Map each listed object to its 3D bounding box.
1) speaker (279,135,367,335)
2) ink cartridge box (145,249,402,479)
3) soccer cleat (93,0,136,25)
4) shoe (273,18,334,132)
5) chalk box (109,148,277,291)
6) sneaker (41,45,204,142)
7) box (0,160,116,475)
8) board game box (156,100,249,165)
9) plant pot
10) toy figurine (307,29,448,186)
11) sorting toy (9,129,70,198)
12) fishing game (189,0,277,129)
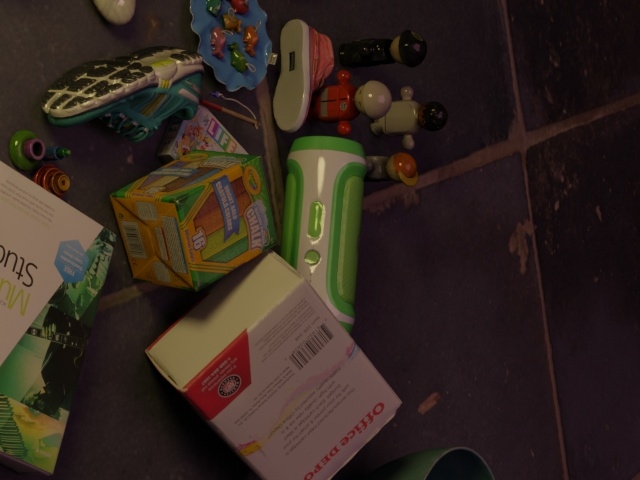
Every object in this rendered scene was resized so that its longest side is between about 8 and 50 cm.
[{"bbox_3d":[0.000,0.000,2.296,0.131,0.131,0.296,18,74,-53],"label":"speaker"},{"bbox_3d":[-0.060,0.192,2.121,0.226,0.131,0.306,-43,131,-9],"label":"ink cartridge box"},{"bbox_3d":[-0.266,-0.370,1.967,0.068,0.076,0.196,-26,116,-42],"label":"soccer cleat"},{"bbox_3d":[-0.021,-0.242,2.332,0.081,0.063,0.178,19,68,-48],"label":"shoe"},{"bbox_3d":[-0.149,-0.039,2.047,0.213,0.132,0.132,-32,119,-41],"label":"chalk box"},{"bbox_3d":[-0.243,-0.178,1.987,0.275,0.107,0.110,-22,119,-50],"label":"sneaker"},{"bbox_3d":[-0.369,0.093,1.824,0.232,0.058,0.322,36,60,-48],"label":"box"},{"bbox_3d":[-0.161,-0.117,2.157,0.154,0.026,0.103,47,51,-43],"label":"board game box"},{"bbox_3d":[0.132,0.462,2.394,0.290,0.195,0.290,4,86,-55],"label":"plant pot"},{"bbox_3d":[0.100,-0.206,2.429,0.213,0.148,0.209,-56,131,-40],"label":"toy figurine"},{"bbox_3d":[-0.336,-0.095,1.894,0.061,0.042,0.102,-56,131,-40],"label":"sorting toy"},{"bbox_3d":[-0.118,-0.301,2.203,0.189,0.041,0.264,20,66,-54],"label":"fishing game"}]
